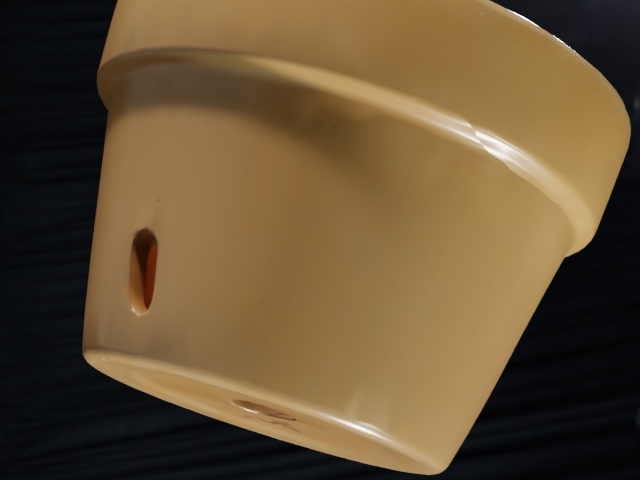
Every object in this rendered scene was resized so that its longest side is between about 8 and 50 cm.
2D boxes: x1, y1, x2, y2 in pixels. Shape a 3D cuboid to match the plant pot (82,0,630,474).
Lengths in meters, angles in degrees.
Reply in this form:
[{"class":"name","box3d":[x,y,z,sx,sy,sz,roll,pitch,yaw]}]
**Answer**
[{"class":"plant pot","box3d":[0.000,0.000,0.709,0.291,0.291,0.203,132,-24,-75]}]
